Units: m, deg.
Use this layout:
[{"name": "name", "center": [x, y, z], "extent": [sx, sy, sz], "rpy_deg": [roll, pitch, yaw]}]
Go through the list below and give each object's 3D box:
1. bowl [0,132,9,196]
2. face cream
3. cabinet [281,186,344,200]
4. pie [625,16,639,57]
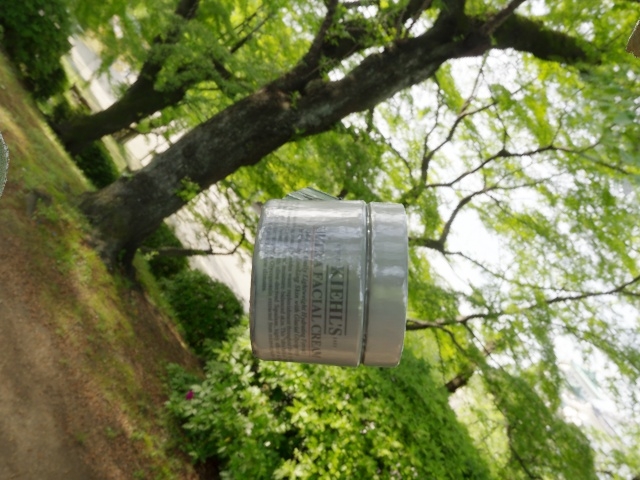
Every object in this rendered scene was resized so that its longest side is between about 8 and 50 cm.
[{"name": "bowl", "center": [-0.525, -0.082, 0.705], "extent": [0.112, 0.212, 0.211], "rpy_deg": [24, 6, -4]}, {"name": "face cream", "center": [0.009, 0.045, 0.578], "extent": [0.177, 0.152, 0.178], "rpy_deg": [1, 90, -88]}, {"name": "cabinet", "center": [0.000, 0.000, 0.953], "extent": [0.144, 0.150, 0.206], "rpy_deg": [22, 12, 5]}, {"name": "pie", "center": [0.529, -0.342, 0.710], "extent": [0.283, 0.128, 0.068], "rpy_deg": [108, -5, -53]}]
